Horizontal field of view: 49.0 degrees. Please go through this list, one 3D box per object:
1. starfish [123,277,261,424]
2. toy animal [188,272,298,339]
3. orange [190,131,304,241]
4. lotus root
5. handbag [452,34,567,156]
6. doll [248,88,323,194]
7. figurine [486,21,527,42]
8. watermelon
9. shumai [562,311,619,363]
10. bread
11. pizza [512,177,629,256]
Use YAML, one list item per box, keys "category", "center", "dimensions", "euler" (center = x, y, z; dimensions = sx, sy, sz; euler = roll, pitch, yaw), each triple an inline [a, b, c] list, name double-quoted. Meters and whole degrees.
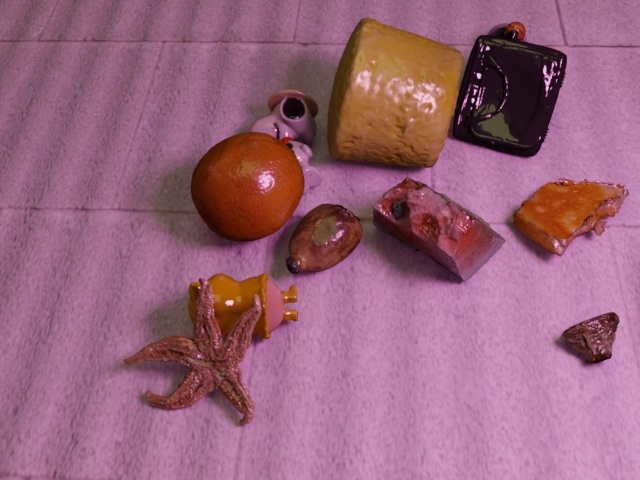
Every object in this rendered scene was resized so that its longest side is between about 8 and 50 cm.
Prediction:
- category: "starfish"
  center: [-0.230, 0.221, 1.410]
  dimensions: [0.299, 0.060, 0.303]
  euler: [26, 97, 12]
- category: "toy animal"
  center: [-0.161, 0.142, 1.479]
  dimensions: [0.229, 0.156, 0.156]
  euler: [-6, 53, -8]
- category: "orange"
  center: [-0.163, -0.127, 1.612]
  dimensions: [0.264, 0.264, 0.264]
  euler: [-2, 53, 2]
- category: "lotus root"
  center: [0.000, 0.000, 1.590]
  dimensions: [0.214, 0.138, 0.138]
  euler: [-38, 60, -22]
- category: "handbag"
  center: [0.470, -0.364, 1.770]
  dimensions: [0.244, 0.275, 0.088]
  euler: [18, 15, 17]
- category: "doll"
  center: [-0.059, -0.257, 1.793]
  dimensions: [0.208, 0.144, 0.271]
  euler: [-44, 57, -2]
- category: "figurine"
  center: [0.484, -0.485, 1.899]
  dimensions: [0.132, 0.176, 0.236]
  euler: [26, 54, 5]
- category: "watermelon"
  center: [0.243, -0.032, 1.564]
  dimensions: [0.264, 0.302, 0.151]
  euler: [37, 101, 26]
- category: "shumai"
  center: [0.566, 0.202, 1.434]
  dimensions: [0.123, 0.099, 0.087]
  euler: [-18, 71, -8]
- category: "bread"
  center: [0.177, -0.340, 1.723]
  dimensions: [0.307, 0.348, 0.348]
  euler: [17, 55, 1]
- category: "pizza"
  center: [0.590, -0.071, 1.644]
  dimensions: [0.296, 0.071, 0.189]
  euler: [-33, 46, -24]
